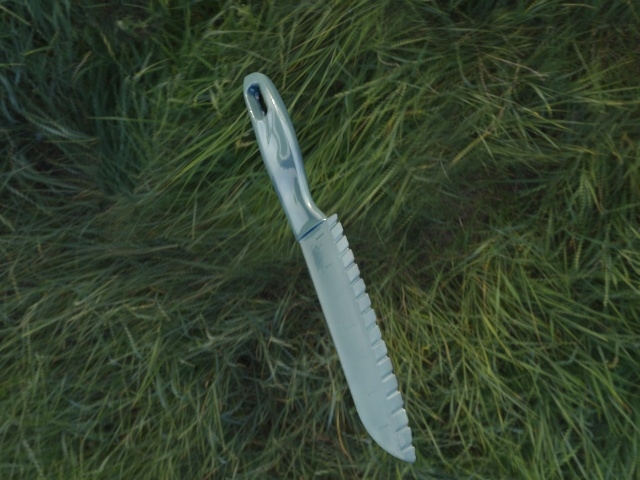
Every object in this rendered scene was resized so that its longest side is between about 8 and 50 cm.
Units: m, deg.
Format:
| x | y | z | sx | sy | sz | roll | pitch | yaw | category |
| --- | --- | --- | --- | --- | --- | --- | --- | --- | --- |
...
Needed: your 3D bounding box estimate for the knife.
| x | y | z | sx | sy | sz | roll | pitch | yaw | category |
| --- | --- | --- | --- | --- | --- | --- | --- | --- | --- |
| 0.000 | 0.000 | 0.439 | 0.044 | 0.019 | 0.313 | -36 | 63 | 33 | knife |
